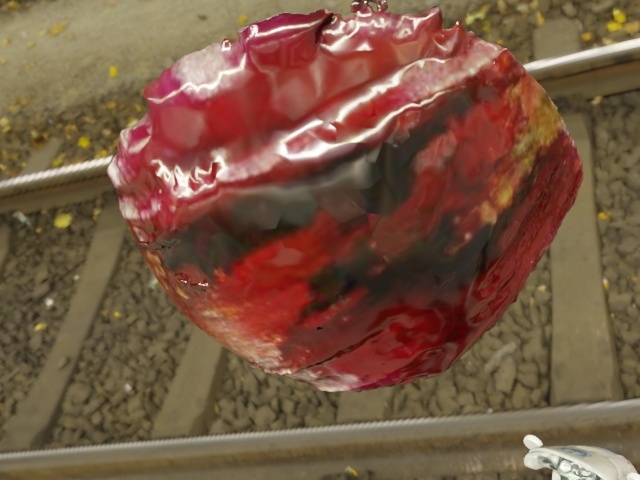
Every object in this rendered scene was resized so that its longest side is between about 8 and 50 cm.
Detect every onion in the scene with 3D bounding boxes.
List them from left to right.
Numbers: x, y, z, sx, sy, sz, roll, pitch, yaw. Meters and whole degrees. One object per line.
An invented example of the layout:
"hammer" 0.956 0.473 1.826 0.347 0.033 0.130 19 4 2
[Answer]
"onion" 0.000 0.000 0.570 0.314 0.280 0.146 -23 53 28

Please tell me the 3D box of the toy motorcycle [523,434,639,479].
"toy motorcycle" 0.155 0.221 0.592 0.102 0.150 0.221 13 47 43
